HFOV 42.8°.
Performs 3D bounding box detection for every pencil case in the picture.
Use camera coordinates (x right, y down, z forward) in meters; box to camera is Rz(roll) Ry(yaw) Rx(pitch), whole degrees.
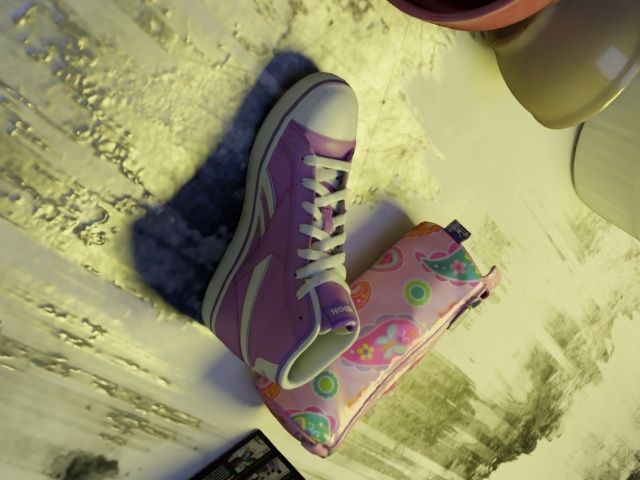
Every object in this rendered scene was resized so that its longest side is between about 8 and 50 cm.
[{"bbox_3d":[0.063,0.104,0.895,0.284,0.124,0.124,-42,137,-11],"label":"pencil case"}]

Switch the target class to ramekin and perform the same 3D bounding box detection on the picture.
[{"bbox_3d":[0.467,-0.128,1.092,0.277,0.135,0.277,-23,131,-30],"label":"ramekin"}]

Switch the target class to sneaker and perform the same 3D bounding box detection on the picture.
[{"bbox_3d":[0.001,0.000,0.740,0.102,0.161,0.282,3,113,-42],"label":"sneaker"}]

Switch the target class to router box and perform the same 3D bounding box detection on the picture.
[{"bbox_3d":[-0.096,0.302,0.871,0.179,0.133,0.046,-33,134,-21],"label":"router box"}]

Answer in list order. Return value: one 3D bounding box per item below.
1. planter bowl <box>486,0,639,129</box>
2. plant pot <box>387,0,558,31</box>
[{"bbox_3d":[0.242,-0.211,0.836,0.109,0.162,0.162,31,95,-22],"label":"planter bowl"},{"bbox_3d":[0.154,-0.274,0.687,0.180,0.201,0.201,-11,125,-56],"label":"plant pot"}]
